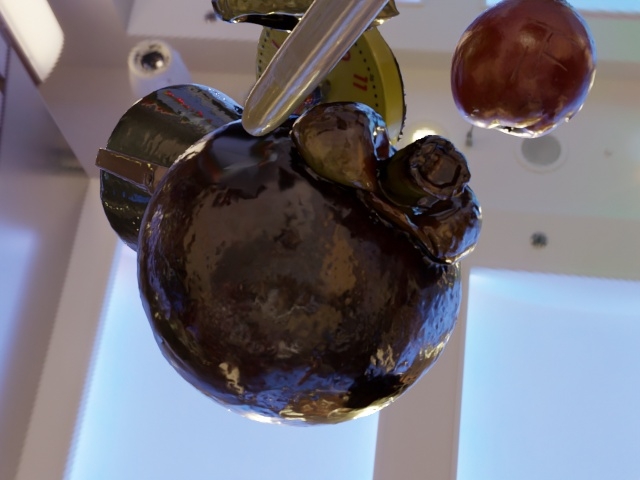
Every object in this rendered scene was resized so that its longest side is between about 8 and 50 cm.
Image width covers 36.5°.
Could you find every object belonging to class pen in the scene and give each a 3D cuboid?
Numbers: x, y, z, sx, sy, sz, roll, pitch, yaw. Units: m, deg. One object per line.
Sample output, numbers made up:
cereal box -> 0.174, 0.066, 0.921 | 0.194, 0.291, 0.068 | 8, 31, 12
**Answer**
pen -> 0.013, -0.119, 0.488 | 0.032, 0.233, 0.040 | 47, -133, 2

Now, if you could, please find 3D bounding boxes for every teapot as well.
teapot -> -0.131, -0.069, 1.248 | 0.344, 0.300, 0.253 | 18, -83, 49

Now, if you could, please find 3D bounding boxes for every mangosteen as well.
mangosteen -> -0.014, 0.009, 0.845 | 0.297, 0.293, 0.297 | 5, -151, -3

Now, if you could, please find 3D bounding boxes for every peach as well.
peach -> 0.270, -0.233, 1.268 | 0.197, 0.197, 0.197 | -2, -115, 4

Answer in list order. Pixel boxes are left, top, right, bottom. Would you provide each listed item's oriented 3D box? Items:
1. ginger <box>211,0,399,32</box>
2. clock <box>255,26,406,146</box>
ginger -> -0.025, -0.410, 1.079 | 0.413, 0.211, 0.358 | 31, -103, -21
clock -> -0.005, -0.220, 1.431 | 0.293, 0.277, 0.071 | 23, -144, 39
